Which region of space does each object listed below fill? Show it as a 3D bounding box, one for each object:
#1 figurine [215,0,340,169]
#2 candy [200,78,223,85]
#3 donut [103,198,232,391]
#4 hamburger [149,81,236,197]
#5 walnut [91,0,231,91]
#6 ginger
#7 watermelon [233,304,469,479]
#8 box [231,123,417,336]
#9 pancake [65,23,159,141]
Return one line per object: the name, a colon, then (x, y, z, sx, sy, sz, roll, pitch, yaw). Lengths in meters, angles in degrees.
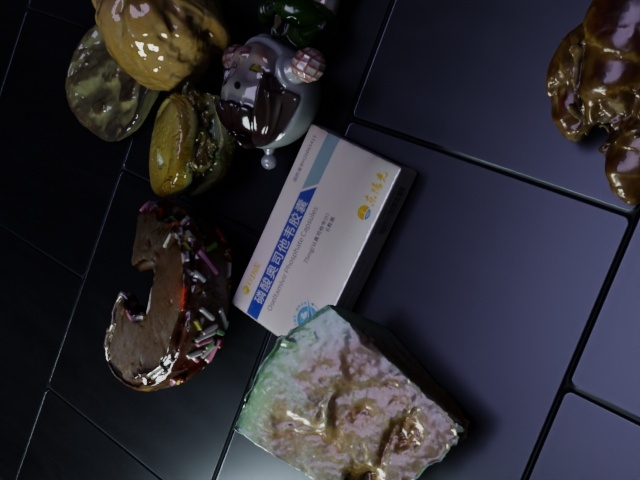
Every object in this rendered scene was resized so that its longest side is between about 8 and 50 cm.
figurine: (-0.058, -0.310, 1.345, 0.281, 0.167, 0.370, 20, 86, 52)
candy: (-0.233, -0.311, 1.536, 0.185, 0.049, 0.055, 15, 124, 26)
donut: (-0.257, 0.104, 1.410, 0.259, 0.136, 0.345, 12, 92, 48)
hamburger: (-0.240, -0.170, 1.457, 0.215, 0.122, 0.189, -40, 56, 51)
walnut: (-0.281, -0.385, 1.420, 0.257, 0.257, 0.224, 3, 70, 34)
ginger: (0.434, -0.194, 0.994, 0.274, 0.152, 0.357, -45, 60, 21)
watermelon: (0.049, 0.267, 1.217, 0.302, 0.151, 0.264, 37, 102, 14)
box: (0.000, 0.000, 1.315, 0.200, 0.065, 0.343, 31, 101, 33)
pancake: (-0.425, -0.346, 1.660, 0.294, 0.049, 0.294, -7, 78, 37)
